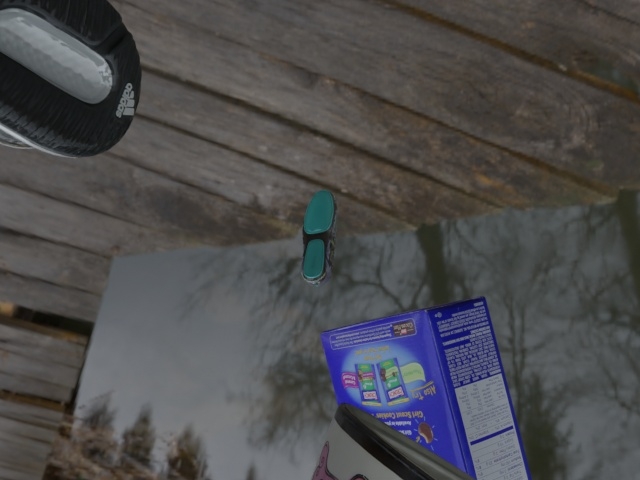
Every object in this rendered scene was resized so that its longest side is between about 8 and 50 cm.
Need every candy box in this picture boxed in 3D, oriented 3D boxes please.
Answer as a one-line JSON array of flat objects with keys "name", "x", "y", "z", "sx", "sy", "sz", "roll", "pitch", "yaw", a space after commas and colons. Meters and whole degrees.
[{"name": "candy box", "x": 0.146, "y": 0.257, "z": 1.126, "sx": 0.122, "sy": 0.317, "sz": 0.268, "roll": -9, "pitch": 173, "yaw": -33}]

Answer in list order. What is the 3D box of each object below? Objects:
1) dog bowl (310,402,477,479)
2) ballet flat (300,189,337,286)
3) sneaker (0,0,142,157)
[{"name": "dog bowl", "x": 0.149, "y": 0.320, "z": 0.729, "sx": 0.408, "sy": 0.150, "sz": 0.408, "roll": 33, "pitch": 175, "yaw": 4}, {"name": "ballet flat", "x": 0.000, "y": 0.000, "z": 0.894, "sx": 0.041, "sy": 0.114, "sz": 0.041, "roll": 6, "pitch": 154, "yaw": 3}, {"name": "sneaker", "x": -0.361, "y": -0.185, "z": 0.534, "sx": 0.257, "sy": 0.169, "sz": 0.447, "roll": 2, "pitch": 156, "yaw": 38}]
